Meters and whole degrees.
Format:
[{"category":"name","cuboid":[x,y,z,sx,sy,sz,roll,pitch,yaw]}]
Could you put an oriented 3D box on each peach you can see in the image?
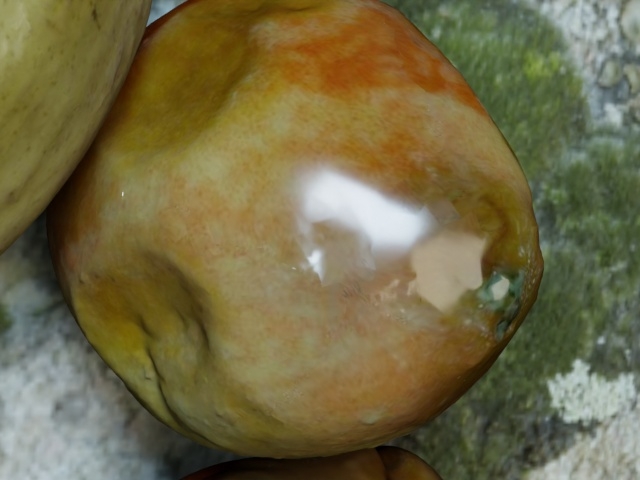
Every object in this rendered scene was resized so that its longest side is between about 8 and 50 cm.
[{"category":"peach","cuboid":[0.000,0.000,0.720,0.214,0.235,0.214,-12,114,-29]}]

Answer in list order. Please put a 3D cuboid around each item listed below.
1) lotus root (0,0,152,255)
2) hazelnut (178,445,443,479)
[{"category":"lotus root","cuboid":[-0.147,-0.115,0.641,0.183,0.182,0.310,38,75,-32]},{"category":"hazelnut","cuboid":[-0.026,0.188,0.783,0.212,0.181,0.181,19,60,-39]}]
